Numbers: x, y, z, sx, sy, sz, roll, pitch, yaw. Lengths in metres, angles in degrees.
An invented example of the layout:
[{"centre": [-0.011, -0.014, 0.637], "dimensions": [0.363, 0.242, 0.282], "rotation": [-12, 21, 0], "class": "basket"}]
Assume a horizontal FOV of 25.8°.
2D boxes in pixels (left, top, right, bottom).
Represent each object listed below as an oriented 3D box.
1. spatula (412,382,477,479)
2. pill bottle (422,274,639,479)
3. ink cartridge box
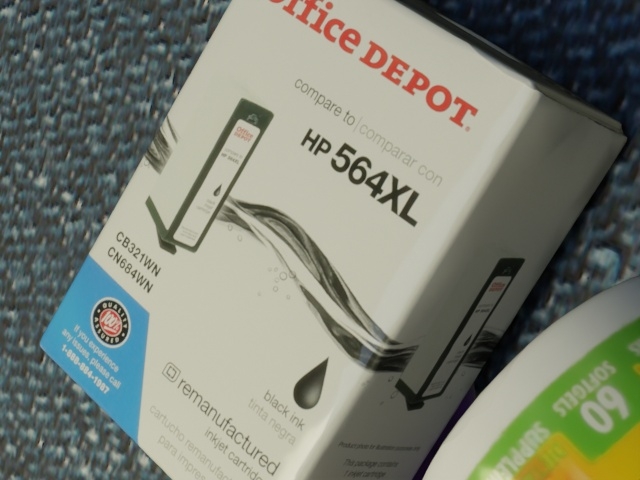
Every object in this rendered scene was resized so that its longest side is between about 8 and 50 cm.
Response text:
[{"centre": [-0.049, 0.122, 0.653], "dimensions": [0.296, 0.030, 0.084], "rotation": [-25, 68, 38], "class": "spatula"}, {"centre": [0.152, 0.134, 0.413], "dimensions": [0.245, 0.136, 0.136], "rotation": [47, 117, 31], "class": "pill bottle"}, {"centre": [0.000, 0.000, 0.560], "dimensions": [0.148, 0.086, 0.203], "rotation": [37, 104, 34], "class": "ink cartridge box"}]
